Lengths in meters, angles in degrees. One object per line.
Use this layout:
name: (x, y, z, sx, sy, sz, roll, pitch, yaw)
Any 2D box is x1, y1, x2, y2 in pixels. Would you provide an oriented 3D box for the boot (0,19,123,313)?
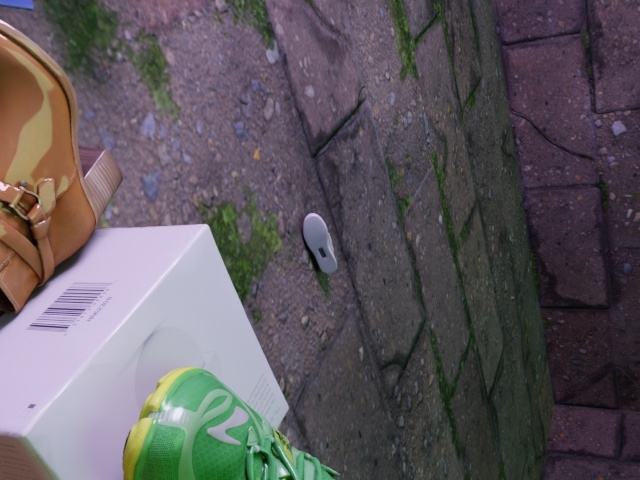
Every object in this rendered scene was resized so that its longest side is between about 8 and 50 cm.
boot: (-0.238, -0.055, 0.487, 0.197, 0.072, 0.152, 59, 44, -38)

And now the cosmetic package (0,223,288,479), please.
cosmetic package: (-0.159, 0.141, 0.550, 0.224, 0.138, 0.225, -56, 136, -47)

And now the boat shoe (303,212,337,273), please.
boat shoe: (0.000, 0.000, 0.963, 0.035, 0.035, 0.100, -97, 165, -60)

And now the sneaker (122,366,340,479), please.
sneaker: (-0.036, 0.186, 0.503, 0.296, 0.123, 0.110, 57, 42, -45)

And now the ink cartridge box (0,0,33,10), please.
ink cartridge box: (-0.269, -0.313, 0.404, 0.185, 0.065, 0.312, -23, 104, -64)
